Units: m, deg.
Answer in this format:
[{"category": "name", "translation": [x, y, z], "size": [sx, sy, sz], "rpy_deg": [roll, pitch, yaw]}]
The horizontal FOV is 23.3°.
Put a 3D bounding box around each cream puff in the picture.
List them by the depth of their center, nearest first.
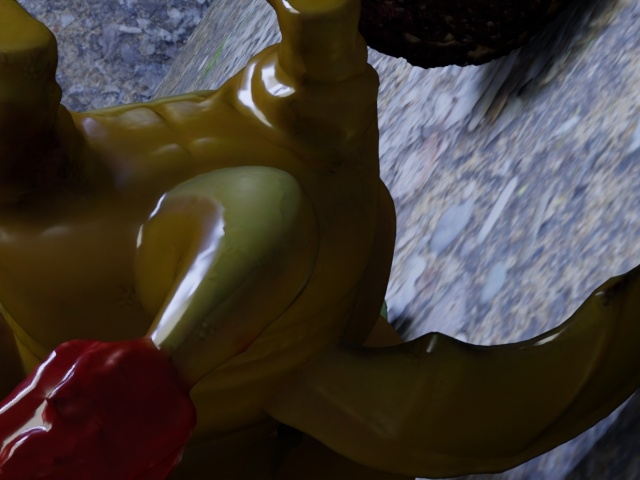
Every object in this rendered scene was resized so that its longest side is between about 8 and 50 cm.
[{"category": "cream puff", "translation": [0.104, -0.230, 1.088], "size": [0.239, 0.165, 0.239], "rpy_deg": [-38, 38, 37]}]

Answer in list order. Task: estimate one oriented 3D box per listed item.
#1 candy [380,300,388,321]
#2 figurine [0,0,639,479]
[{"category": "candy", "translation": [-0.058, 0.159, 0.995], "size": [0.335, 0.093, 0.092], "rpy_deg": [-64, 21, 6]}, {"category": "figurine", "translation": [-0.076, 0.086, 0.650], "size": [0.401, 0.268, 0.387], "rpy_deg": [-27, -42, -33]}]
